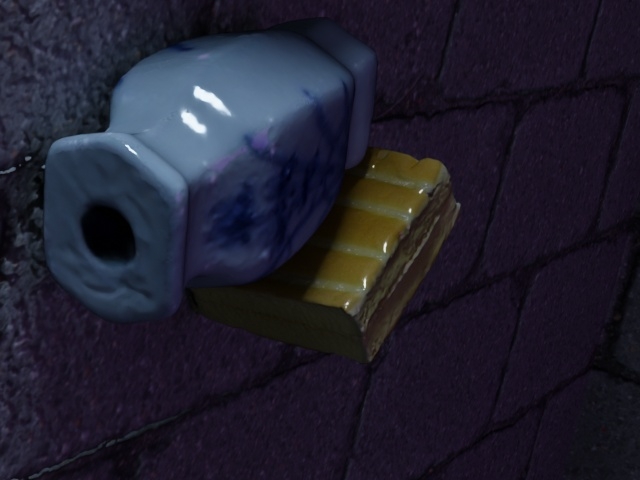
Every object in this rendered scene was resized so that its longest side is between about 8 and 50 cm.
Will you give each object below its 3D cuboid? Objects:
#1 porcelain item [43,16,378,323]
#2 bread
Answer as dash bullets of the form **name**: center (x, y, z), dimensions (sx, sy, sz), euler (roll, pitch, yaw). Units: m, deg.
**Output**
- **porcelain item**: center (-0.091, -0.081, 1.618), dimensions (0.405, 0.178, 0.242), euler (-38, 141, -51)
- **bread**: center (0.000, 0.000, 1.819), dimensions (0.239, 0.246, 0.111), euler (-56, 141, -32)
